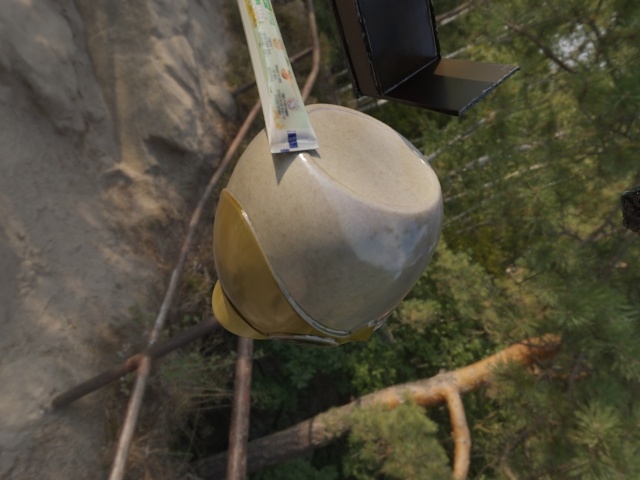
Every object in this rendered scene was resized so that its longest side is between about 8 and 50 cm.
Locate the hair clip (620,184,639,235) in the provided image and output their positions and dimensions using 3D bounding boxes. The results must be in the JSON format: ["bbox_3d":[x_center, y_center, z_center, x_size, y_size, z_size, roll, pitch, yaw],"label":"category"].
[{"bbox_3d":[0.649,-0.044,0.818,0.206,0.194,0.310,59,13,11],"label":"hair clip"}]

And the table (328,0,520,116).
[{"bbox_3d":[0.193,-0.404,0.929,0.282,0.196,0.250,31,-29,46],"label":"table"}]

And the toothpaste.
[{"bbox_3d":[-0.077,-0.282,0.761,0.056,0.058,0.314,14,59,-68],"label":"toothpaste"}]

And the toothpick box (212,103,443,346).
[{"bbox_3d":[0.000,0.000,0.948,0.409,0.425,0.409,17,42,-16],"label":"toothpick box"}]
